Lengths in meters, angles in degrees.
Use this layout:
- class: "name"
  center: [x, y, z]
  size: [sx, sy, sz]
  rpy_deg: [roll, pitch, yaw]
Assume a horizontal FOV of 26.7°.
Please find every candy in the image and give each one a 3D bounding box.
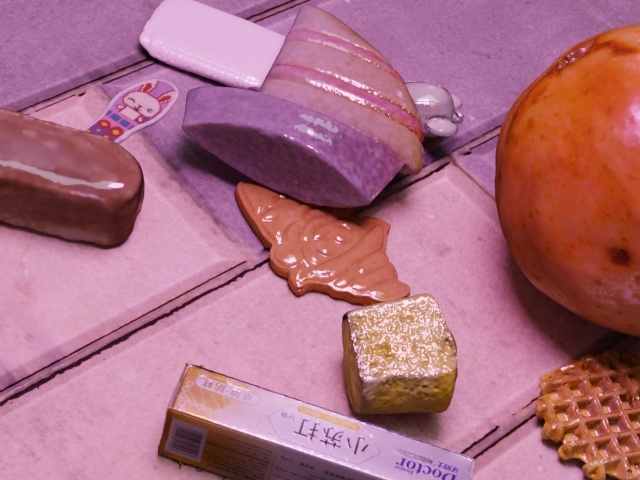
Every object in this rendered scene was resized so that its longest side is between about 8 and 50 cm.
- class: "candy"
  center: [-0.315, -0.074, 1.521]
  size: [0.234, 0.104, 0.102]
  rpy_deg: [12, 53, -4]

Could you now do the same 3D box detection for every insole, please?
- class: "insole"
  center: [-0.247, -0.150, 1.670]
  size: [0.065, 0.004, 0.197]
  rpy_deg: [34, 50, 14]

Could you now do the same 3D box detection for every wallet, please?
- class: "wallet"
  center: [-0.139, -0.258, 1.775]
  size: [0.182, 0.032, 0.124]
  rpy_deg: [20, 48, 5]

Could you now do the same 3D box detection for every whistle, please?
- class: "whistle"
  center: [0.069, -0.179, 1.739]
  size: [0.235, 0.077, 0.114]
  rpy_deg: [12, 37, 3]

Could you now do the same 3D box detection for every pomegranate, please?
- class: "pomegranate"
  center: [0.395, -0.045, 1.545]
  size: [0.410, 0.410, 0.410]
  rpy_deg: [8, 49, -9]

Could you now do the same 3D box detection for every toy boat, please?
- class: "toy boat"
  center: [0.007, -0.163, 1.634]
  size: [0.276, 0.111, 0.293]
  rpy_deg: [35, 56, 16]

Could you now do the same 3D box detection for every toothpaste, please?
- class: "toothpaste"
  center: [-0.005, 0.219, 1.363]
  size: [0.312, 0.089, 0.071]
  rpy_deg: [18, 43, 1]

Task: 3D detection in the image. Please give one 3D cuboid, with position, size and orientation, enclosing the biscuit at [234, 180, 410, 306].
- class: "biscuit"
  center: [0.000, 0.000, 1.594]
  size: [0.250, 0.035, 0.162]
  rpy_deg: [33, 45, 15]

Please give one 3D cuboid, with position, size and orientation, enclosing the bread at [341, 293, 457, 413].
- class: "bread"
  center: [0.084, 0.129, 1.450]
  size: [0.114, 0.111, 0.129]
  rpy_deg: [-4, 53, -13]

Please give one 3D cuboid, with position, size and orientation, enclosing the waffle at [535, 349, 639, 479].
- class: "waffle"
  center: [0.330, 0.197, 1.506]
  size: [0.191, 0.038, 0.191]
  rpy_deg: [8, 49, -9]
